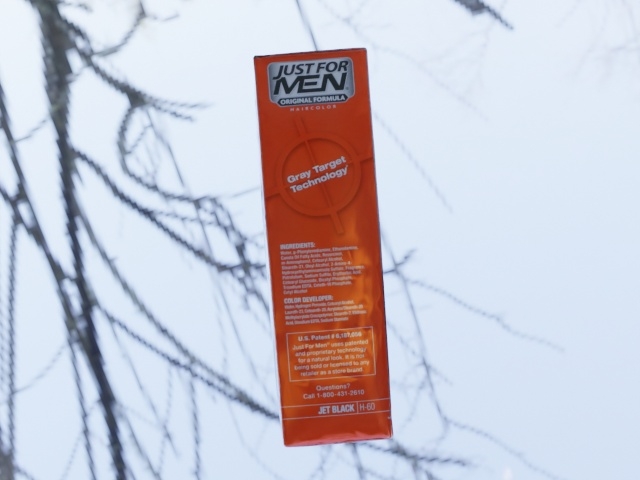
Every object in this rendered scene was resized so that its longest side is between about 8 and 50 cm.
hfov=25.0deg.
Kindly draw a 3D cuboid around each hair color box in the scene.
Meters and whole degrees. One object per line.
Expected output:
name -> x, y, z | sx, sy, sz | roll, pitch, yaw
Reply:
hair color box -> 0.000, 0.000, 0.544 | 0.043, 0.141, 0.072 | -5, -173, -2
